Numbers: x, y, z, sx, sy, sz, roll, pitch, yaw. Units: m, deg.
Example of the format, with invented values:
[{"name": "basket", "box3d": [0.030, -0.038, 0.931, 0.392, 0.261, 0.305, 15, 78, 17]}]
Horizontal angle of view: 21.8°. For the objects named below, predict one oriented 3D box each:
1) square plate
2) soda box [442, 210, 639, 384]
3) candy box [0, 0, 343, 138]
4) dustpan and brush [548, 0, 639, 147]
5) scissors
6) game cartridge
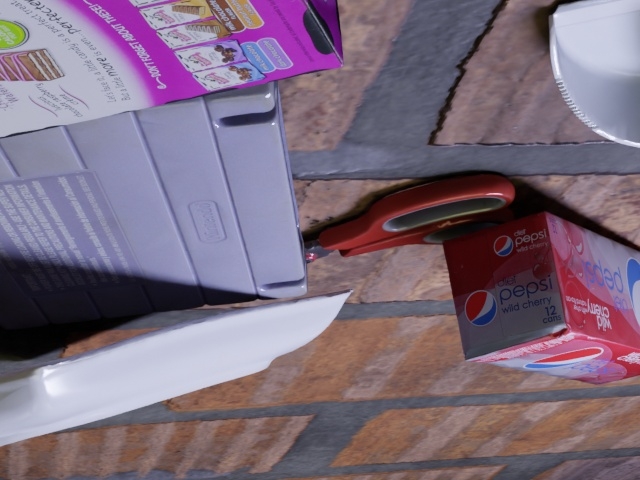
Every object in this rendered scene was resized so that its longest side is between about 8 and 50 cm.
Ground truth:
[{"name": "square plate", "box3d": [-0.198, 0.111, 1.192, 0.347, 0.049, 0.344, -17, 177, 34]}, {"name": "soda box", "box3d": [0.189, 0.049, 1.248, 0.083, 0.092, 0.263, -17, 164, 26]}, {"name": "candy box", "box3d": [-0.122, -0.113, 0.741, 0.233, 0.071, 0.159, -11, 161, 11]}, {"name": "dustpan and brush", "box3d": [0.214, -0.078, 0.967, 0.147, 0.060, 0.211, -10, 161, 9]}, {"name": "scissors", "box3d": [0.000, 0.000, 1.193, 0.297, 0.021, 0.109, -11, 163, 16]}, {"name": "game cartridge", "box3d": [-0.130, -0.028, 1.007, 0.230, 0.068, 0.355, -3, 161, 1]}]
